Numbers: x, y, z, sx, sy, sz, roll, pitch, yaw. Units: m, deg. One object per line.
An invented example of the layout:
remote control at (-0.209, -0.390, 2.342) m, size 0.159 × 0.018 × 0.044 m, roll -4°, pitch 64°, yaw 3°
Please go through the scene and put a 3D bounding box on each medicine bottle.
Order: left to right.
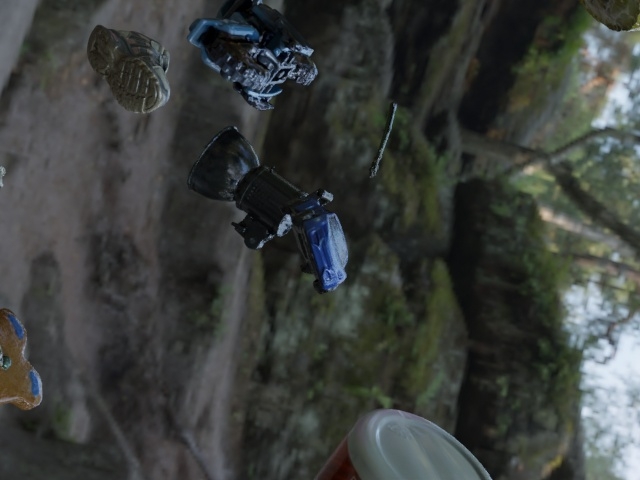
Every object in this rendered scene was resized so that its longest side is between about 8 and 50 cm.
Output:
medicine bottle at (0.100, 0.408, 1.787) m, size 0.241 × 0.252 × 0.252 m, roll -55°, pitch -160°, yaw 20°

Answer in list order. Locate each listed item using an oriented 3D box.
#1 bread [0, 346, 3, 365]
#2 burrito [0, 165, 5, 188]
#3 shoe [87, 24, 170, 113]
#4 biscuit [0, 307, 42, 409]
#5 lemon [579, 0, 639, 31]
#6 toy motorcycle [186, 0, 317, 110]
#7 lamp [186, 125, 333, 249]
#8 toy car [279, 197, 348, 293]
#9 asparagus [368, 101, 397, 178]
bread at (-0.516, 0.127, 1.661) m, size 0.121 × 0.174 × 0.245 m, roll -39°, pitch 172°, yaw -14°
burrito at (-0.678, -0.107, 2.285) m, size 0.045 × 0.188 × 0.058 m, roll 95°, pitch -10°, yaw -78°
shoe at (-0.283, -0.268, 1.923) m, size 0.180 × 0.092 × 0.089 m, roll 44°, pitch -53°, yaw 25°
biscuit at (-0.579, 0.229, 2.013) m, size 0.049 × 0.324 × 0.205 m, roll -21°, pitch -94°, yaw 33°
lemon at (0.484, -0.482, 1.689) m, size 0.364 × 0.364 × 0.364 m, roll -165°, pitch -90°, yaw -77°
toy motorcycle at (-0.146, -0.375, 2.359) m, size 0.172 × 0.232 × 0.416 m, roll -49°, pitch 173°, yaw 20°
lamp at (-0.119, -0.083, 2.279) m, size 0.172 × 0.227 × 0.147 m, roll -53°, pitch 167°, yaw 3°
toy car at (0.000, 0.000, 1.541) m, size 0.216 × 0.063 × 0.103 m, roll -134°, pitch -155°, yaw -78°
asparagus at (0.094, -0.150, 1.865) m, size 0.016 × 0.013 × 0.166 m, roll 51°, pitch -32°, yaw 27°
